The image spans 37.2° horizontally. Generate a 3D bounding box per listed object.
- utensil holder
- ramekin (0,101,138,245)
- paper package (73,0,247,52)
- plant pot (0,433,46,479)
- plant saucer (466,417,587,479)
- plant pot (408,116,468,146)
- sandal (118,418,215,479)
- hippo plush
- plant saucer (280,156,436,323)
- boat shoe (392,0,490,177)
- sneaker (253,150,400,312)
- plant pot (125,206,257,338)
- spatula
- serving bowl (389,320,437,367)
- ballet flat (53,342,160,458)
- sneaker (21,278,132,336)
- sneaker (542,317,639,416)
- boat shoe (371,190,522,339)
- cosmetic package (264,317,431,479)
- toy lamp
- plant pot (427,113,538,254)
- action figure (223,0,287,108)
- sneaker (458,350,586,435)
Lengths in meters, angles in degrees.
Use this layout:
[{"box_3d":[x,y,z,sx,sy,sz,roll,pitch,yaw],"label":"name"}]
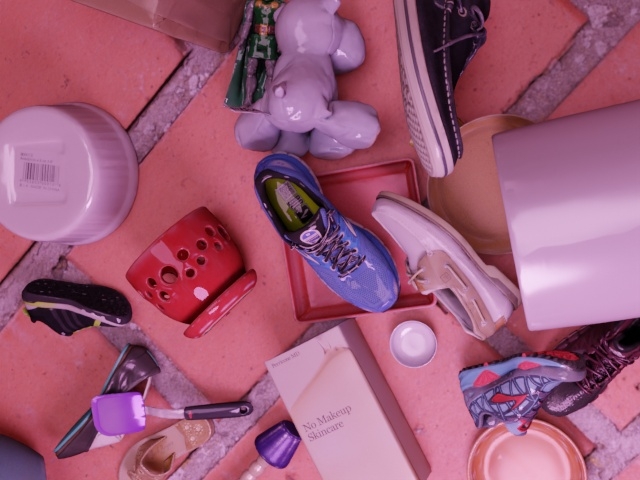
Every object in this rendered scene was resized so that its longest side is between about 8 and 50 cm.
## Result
[{"box_3d":[0.467,-0.047,1.387,0.385,0.327,0.328,-11,90,12],"label":"utensil holder"},{"box_3d":[-0.494,-0.124,1.775,0.277,0.135,0.277,1,94,16],"label":"ramekin"},{"box_3d":[-0.322,-0.459,1.613,0.325,0.309,0.168,23,99,15],"label":"paper package"},{"box_3d":[-0.622,0.489,1.805,0.195,0.290,0.290,-3,93,-20],"label":"plant pot"},{"box_3d":[0.349,0.395,1.614,0.200,0.037,0.200,1,94,17],"label":"plant saucer"},{"box_3d":[0.205,-0.180,1.599,0.083,0.081,0.081,27,101,6],"label":"plant pot"},{"box_3d":[-0.308,0.404,1.783,0.240,0.079,0.088,-37,83,15],"label":"sandal"},{"box_3d":[-0.042,-0.281,1.594,0.234,0.294,0.237,-10,71,41],"label":"hippo plush"},{"box_3d":[0.062,0.002,1.667,0.259,0.048,0.258,-9,91,16],"label":"plant saucer"},{"box_3d":[0.192,-0.341,1.496,0.156,0.187,0.500,-3,70,4],"label":"boat shoe"},{"box_3d":[0.000,0.000,1.575,0.330,0.147,0.130,45,105,-3],"label":"sneaker"},{"box_3d":[-0.218,0.061,1.684,0.174,0.191,0.191,45,104,1],"label":"plant pot"},{"box_3d":[-0.271,0.317,1.753,0.296,0.030,0.084,-2,103,5],"label":"spatula"},{"box_3d":[0.164,0.179,1.658,0.083,0.027,0.083,1,93,16],"label":"serving bowl"},{"box_3d":[-0.398,0.325,1.802,0.096,0.095,0.280,35,103,-4],"label":"ballet flat"},{"box_3d":[-0.465,0.139,1.827,0.234,0.084,0.097,12,121,16],"label":"sneaker"},{"box_3d":[0.444,0.179,1.506,0.106,0.162,0.281,42,103,10],"label":"sneaker"},{"box_3d":[0.193,0.042,1.554,0.302,0.113,0.103,39,80,-7],"label":"boat shoe"},{"box_3d":[0.049,0.308,1.657,0.160,0.113,0.309,-29,86,16],"label":"cosmetic package"},{"box_3d":[-0.137,0.437,1.737,0.080,0.080,0.275,43,103,10],"label":"toy lamp"},{"box_3d":[0.292,-0.094,1.569,0.236,0.032,0.236,0,107,0],"label":"plant pot"},{"box_3d":[-0.100,-0.344,1.683,0.137,0.063,0.232,6,99,4],"label":"action figure"},{"box_3d":[0.332,0.247,1.524,0.262,0.104,0.125,-29,64,56],"label":"sneaker"}]
